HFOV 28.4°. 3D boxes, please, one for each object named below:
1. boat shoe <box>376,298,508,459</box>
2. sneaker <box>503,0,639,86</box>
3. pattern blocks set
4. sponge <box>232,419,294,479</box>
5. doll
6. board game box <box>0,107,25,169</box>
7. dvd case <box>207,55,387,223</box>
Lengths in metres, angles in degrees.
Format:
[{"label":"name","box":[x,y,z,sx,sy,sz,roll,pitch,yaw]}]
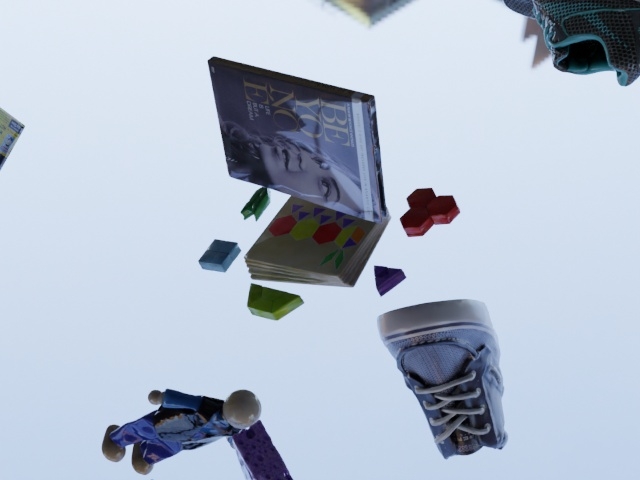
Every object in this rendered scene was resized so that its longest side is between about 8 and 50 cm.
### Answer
[{"label":"boat shoe","box":[0.161,0.171,1.495,0.127,0.340,0.158,-13,-106,17]},{"label":"sneaker","box":[0.180,-0.156,0.900,0.076,0.065,0.166,-52,-141,-8]},{"label":"pattern blocks set","box":[0.000,0.000,1.717,0.325,0.026,0.285,19,-123,42]},{"label":"sponge","box":[-0.009,0.259,1.041,0.031,0.117,0.210,-26,-124,-13]},{"label":"doll","box":[-0.127,0.183,1.247,0.129,0.189,0.046,32,-133,-34]},{"label":"board game box","box":[-0.324,-0.043,0.911,0.060,0.194,0.194,26,-98,20]},{"label":"dvd case","box":[-0.027,-0.115,1.446,0.221,0.164,0.018,18,-136,29]}]
